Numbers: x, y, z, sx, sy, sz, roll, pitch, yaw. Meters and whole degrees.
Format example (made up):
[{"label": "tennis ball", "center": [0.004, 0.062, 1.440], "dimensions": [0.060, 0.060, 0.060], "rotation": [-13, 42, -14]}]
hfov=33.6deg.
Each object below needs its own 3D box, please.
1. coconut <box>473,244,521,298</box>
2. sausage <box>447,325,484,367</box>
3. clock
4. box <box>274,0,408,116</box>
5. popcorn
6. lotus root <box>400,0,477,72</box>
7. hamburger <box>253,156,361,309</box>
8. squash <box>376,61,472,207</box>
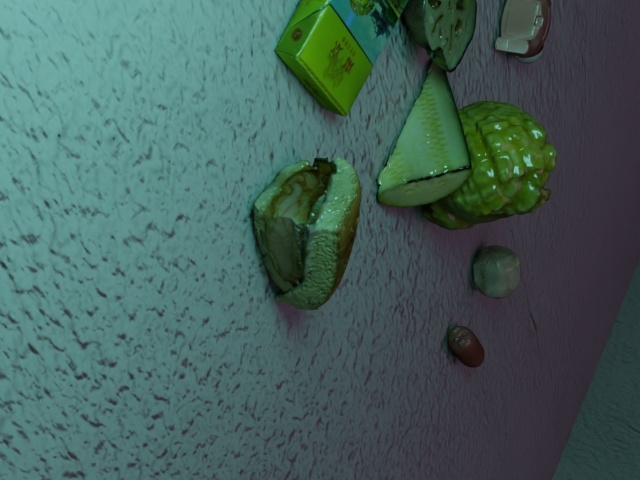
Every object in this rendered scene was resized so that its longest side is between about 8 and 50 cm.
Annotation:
[{"label": "coconut", "center": [0.388, 0.076, 2.341], "dimensions": [0.110, 0.110, 0.124], "rotation": [-41, 135, -49]}, {"label": "sausage", "center": [0.319, 0.233, 2.317], "dimensions": [0.062, 0.062, 0.154], "rotation": [-68, 153, -15]}, {"label": "clock", "center": [0.429, -0.446, 2.165], "dimensions": [0.162, 0.093, 0.165], "rotation": [-13, 114, -64]}, {"label": "box", "center": [0.065, -0.359, 1.487], "dimensions": [0.335, 0.047, 0.187], "rotation": [-61, 152, -7]}, {"label": "popcorn", "center": [0.291, -0.143, 1.899], "dimensions": [0.174, 0.286, 0.225], "rotation": [4, 81, -25]}, {"label": "lotus root", "center": [0.186, -0.377, 1.741], "dimensions": [0.203, 0.078, 0.183], "rotation": [-56, 138, -40]}, {"label": "hamburger", "center": [0.000, 0.000, 1.497], "dimensions": [0.155, 0.135, 0.207], "rotation": [-48, 145, -41]}, {"label": "squash", "center": [0.163, -0.188, 1.850], "dimensions": [0.093, 0.170, 0.252], "rotation": [59, 17, -59]}]
